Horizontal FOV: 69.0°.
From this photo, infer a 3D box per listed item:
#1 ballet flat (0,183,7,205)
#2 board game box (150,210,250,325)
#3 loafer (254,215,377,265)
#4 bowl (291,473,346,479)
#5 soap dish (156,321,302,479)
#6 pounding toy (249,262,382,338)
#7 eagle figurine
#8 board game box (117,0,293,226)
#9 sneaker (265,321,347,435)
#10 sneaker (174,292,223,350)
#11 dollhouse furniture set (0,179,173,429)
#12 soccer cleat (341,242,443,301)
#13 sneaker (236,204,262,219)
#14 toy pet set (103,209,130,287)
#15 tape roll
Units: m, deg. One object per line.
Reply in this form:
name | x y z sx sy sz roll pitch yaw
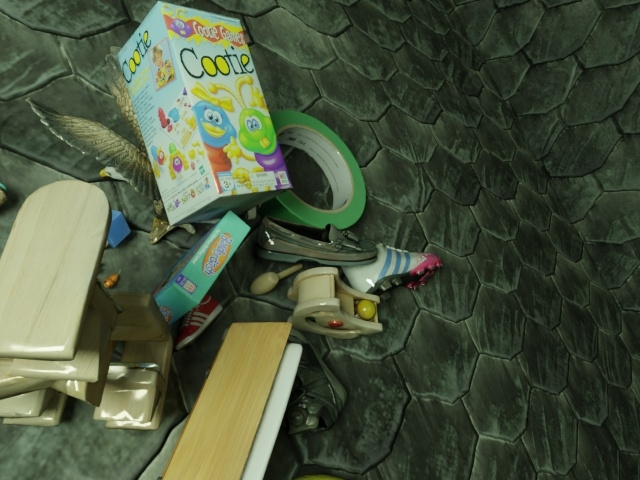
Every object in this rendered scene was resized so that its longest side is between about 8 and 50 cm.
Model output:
ballet flat | -0.548 -0.100 0.640 0.206 0.073 0.067 33 62 -17
board game box | -0.210 0.061 0.729 0.047 0.210 0.160 41 46 -14
loafer | 0.000 0.000 0.971 0.267 0.084 0.096 3 19 -17
bowl | 0.038 0.514 0.712 0.289 0.156 0.289 21 54 -31
soap dish | -0.140 0.275 0.664 0.118 0.229 0.291 25 49 -7
pounding toy | 0.010 0.094 0.939 0.269 0.154 0.155 20 54 -32
eagle figurine | -0.293 -0.144 0.776 0.225 0.298 0.226 -21 38 -8
board game box | -0.173 -0.180 0.703 0.142 0.144 0.275 -15 87 -47
sneaker | -0.045 0.252 0.832 0.227 0.087 0.130 53 25 -9
sneaker | -0.223 0.129 0.797 0.067 0.042 0.118 51 36 -10
dollhouse furniture set | -0.372 0.043 0.513 0.394 0.362 0.256 4 60 -5
soccer cleat | 0.181 0.055 1.142 0.331 0.116 0.143 -9 53 -49
sneaker | -0.181 -0.127 0.957 0.094 0.153 0.235 -19 41 -32
toy pet set | -0.356 0.009 0.739 0.122 0.065 0.114 43 45 -13
tape roll | -0.035 -0.154 1.106 0.321 0.077 0.321 20 54 -30
